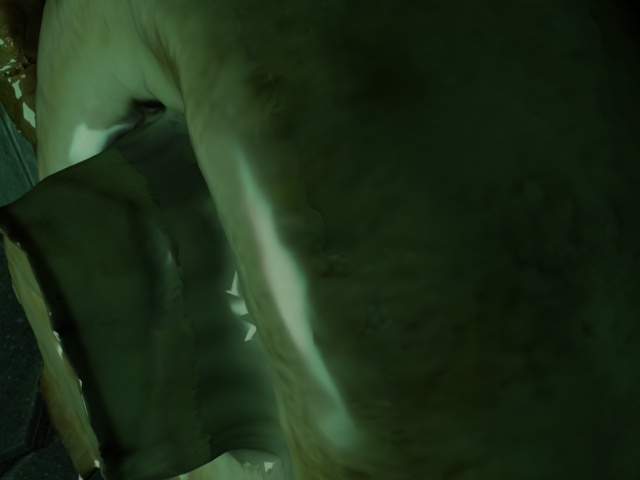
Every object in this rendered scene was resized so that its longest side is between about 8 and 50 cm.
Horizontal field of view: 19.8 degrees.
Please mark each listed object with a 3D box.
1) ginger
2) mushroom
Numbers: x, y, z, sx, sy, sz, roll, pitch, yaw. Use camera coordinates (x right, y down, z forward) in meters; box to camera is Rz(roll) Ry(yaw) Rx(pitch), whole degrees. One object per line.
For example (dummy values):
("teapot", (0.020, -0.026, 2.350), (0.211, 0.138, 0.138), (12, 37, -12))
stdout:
("ginger", (-0.285, -0.144, 1.910), (0.348, 0.122, 0.363), (70, 179, -54))
("mushroom", (0.000, 0.000, 0.734), (0.352, 0.260, 0.352), (52, 155, 37))
